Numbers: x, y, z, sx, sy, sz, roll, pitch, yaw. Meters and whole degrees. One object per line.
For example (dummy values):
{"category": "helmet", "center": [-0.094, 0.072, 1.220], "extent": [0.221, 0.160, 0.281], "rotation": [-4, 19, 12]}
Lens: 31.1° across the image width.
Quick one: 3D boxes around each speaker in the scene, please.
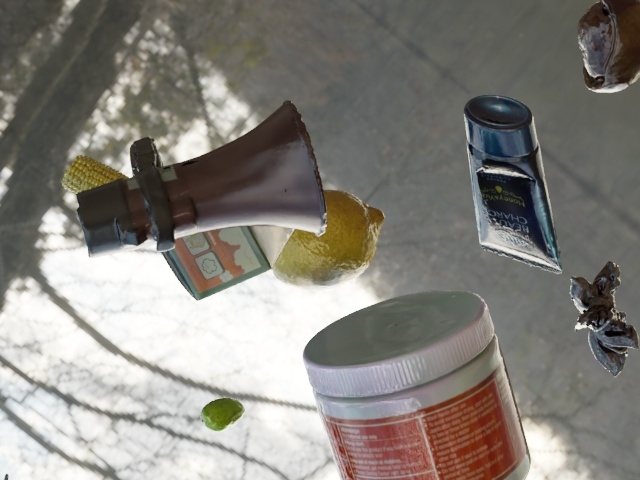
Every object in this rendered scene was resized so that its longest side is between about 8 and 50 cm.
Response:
{"category": "speaker", "center": [-0.177, -0.100, 1.615], "extent": [0.198, 0.329, 0.259], "rotation": [90, 168, -57]}

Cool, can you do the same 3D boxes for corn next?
{"category": "corn", "center": [-0.351, -0.072, 2.101], "extent": [0.248, 0.081, 0.081], "rotation": [28, -168, -8]}

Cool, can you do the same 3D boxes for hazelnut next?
{"category": "hazelnut", "center": [0.583, -0.392, 2.286], "extent": [0.160, 0.202, 0.170], "rotation": [26, -163, 8]}

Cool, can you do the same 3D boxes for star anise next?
{"category": "star anise", "center": [0.639, 0.178, 2.575], "extent": [0.212, 0.129, 0.283], "rotation": [-80, -31, -53]}

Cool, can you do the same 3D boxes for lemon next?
{"category": "lemon", "center": [0.000, 0.000, 2.146], "extent": [0.188, 0.256, 0.188], "rotation": [-20, -90, -80]}

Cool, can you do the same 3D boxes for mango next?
{"category": "mango", "center": [-0.211, 0.375, 2.495], "extent": [0.108, 0.056, 0.073], "rotation": [-10, -140, -41]}

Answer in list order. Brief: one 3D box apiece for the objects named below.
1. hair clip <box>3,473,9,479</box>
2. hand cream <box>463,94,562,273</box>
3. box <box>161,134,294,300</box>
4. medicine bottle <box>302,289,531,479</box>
{"category": "hair clip", "center": [-0.606, 0.518, 1.994], "extent": [0.083, 0.048, 0.275], "rotation": [39, -139, 5]}
{"category": "hand cream", "center": [0.235, -0.062, 1.415], "extent": [0.120, 0.061, 0.270], "rotation": [19, 148, 30]}
{"category": "box", "center": [-0.155, -0.037, 1.775], "extent": [0.177, 0.148, 0.195], "rotation": [61, -161, -14]}
{"category": "medicine bottle", "center": [0.127, 0.219, 1.502], "extent": [0.252, 0.252, 0.241], "rotation": [-95, -12, -76]}
